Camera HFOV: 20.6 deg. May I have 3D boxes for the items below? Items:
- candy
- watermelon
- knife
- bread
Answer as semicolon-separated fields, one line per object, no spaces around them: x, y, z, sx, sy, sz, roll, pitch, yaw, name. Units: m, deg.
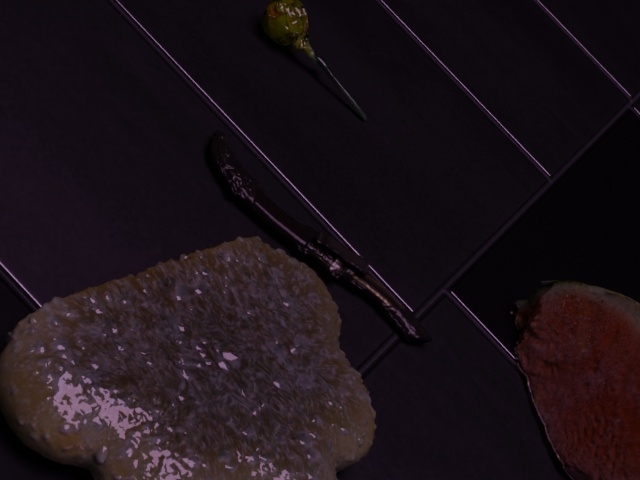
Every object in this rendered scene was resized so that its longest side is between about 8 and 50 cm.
-0.001;-0.145;1.419;0.123;0.035;0.035;49;43;-6;candy
0.257;0.126;1.350;0.146;0.128;0.231;27;35;-48;watermelon
-0.003;0.002;1.285;0.222;0.021;0.045;43;35;0;knife
-0.061;0.101;1.119;0.207;0.056;0.286;51;40;11;bread
